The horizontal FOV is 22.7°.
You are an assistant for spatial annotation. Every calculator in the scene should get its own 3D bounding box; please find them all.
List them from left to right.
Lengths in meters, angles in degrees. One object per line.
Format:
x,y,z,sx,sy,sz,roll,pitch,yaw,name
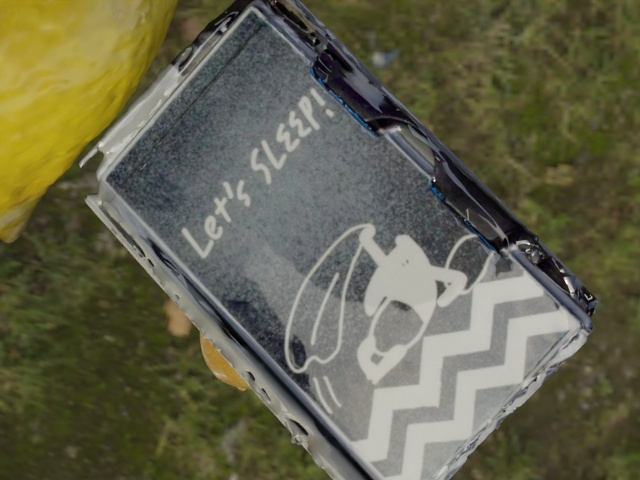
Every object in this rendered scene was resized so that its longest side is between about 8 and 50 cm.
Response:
0.000,0.000,0.840,0.166,0.274,0.028,-46,160,8,calculator

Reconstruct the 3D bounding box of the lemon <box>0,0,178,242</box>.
-0.171,-0.131,0.577,0.228,0.228,0.253,-20,69,-40,lemon

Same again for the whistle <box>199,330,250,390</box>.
-0.063,0.034,1.266,0.107,0.057,0.220,-50,133,-39,whistle
